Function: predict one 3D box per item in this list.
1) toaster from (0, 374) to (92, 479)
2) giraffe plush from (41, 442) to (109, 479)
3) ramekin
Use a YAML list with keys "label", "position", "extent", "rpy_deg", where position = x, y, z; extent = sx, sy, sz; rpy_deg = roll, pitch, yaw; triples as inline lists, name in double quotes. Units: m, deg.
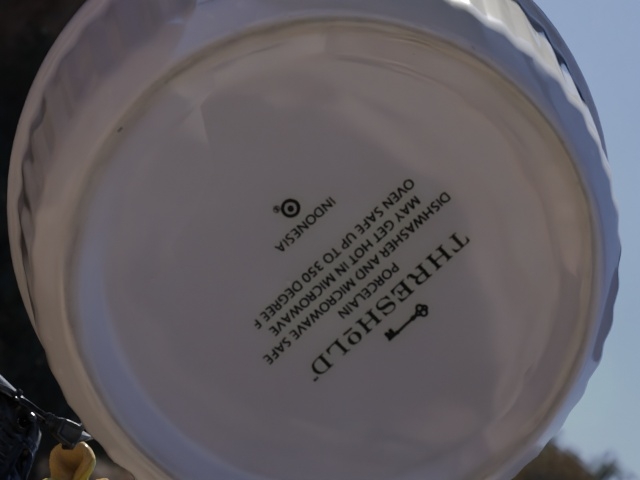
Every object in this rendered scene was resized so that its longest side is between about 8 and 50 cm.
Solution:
- label: "toaster"
  position: [-0.228, 0.107, 0.806]
  extent: [0.110, 0.168, 0.185]
  rpy_deg: [-27, -63, 34]
- label: "giraffe plush"
  position: [-0.228, 0.239, 1.254]
  extent: [0.210, 0.170, 0.181]
  rpy_deg: [-89, 162, -58]
- label: "ramekin"
  position: [0.000, 0.000, 0.719]
  extent: [0.273, 0.273, 0.127]
  rpy_deg: [42, 7, -13]
